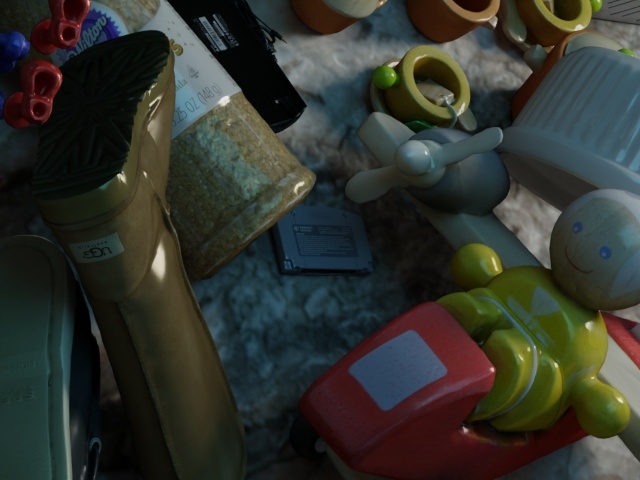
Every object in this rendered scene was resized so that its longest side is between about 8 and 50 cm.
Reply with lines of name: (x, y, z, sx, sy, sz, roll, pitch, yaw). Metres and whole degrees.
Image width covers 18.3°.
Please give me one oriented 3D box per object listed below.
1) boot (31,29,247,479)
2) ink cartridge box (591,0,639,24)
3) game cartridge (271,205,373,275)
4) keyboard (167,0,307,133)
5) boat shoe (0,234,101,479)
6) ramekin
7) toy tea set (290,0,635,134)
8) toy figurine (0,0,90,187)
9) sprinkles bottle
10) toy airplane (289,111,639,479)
boot: (-0.115, 0.024, 1.344, 0.236, 0.089, 0.269, -78, 155, -54)
ink cartridge box: (0.335, -0.243, 1.865, 0.207, 0.097, 0.046, 3, 63, -34)
game cartridge: (0.000, 0.000, 1.551, 0.083, 0.017, 0.056, 3, 67, -34)
keyboard: (-0.081, -0.155, 1.572, 0.100, 0.038, 0.192, -19, 67, -37)
boat shoe: (-0.198, 0.164, 1.261, 0.113, 0.127, 0.340, 64, 19, -51)
ramekin: (0.249, -0.067, 1.574, 0.207, 0.207, 0.109, 31, 85, -17)
toy tea set: (0.139, -0.178, 1.674, 0.336, 0.124, 0.200, 2, 64, -34)
toy figurine: (-0.276, -0.166, 1.260, 0.217, 0.191, 0.363, 20, 86, -25)
sprinkles bottle: (-0.157, -0.140, 1.451, 0.355, 0.121, 0.121, 50, 48, -1)
toy airplane: (0.188, 0.073, 1.463, 0.386, 0.272, 0.384, 22, 36, -8)
